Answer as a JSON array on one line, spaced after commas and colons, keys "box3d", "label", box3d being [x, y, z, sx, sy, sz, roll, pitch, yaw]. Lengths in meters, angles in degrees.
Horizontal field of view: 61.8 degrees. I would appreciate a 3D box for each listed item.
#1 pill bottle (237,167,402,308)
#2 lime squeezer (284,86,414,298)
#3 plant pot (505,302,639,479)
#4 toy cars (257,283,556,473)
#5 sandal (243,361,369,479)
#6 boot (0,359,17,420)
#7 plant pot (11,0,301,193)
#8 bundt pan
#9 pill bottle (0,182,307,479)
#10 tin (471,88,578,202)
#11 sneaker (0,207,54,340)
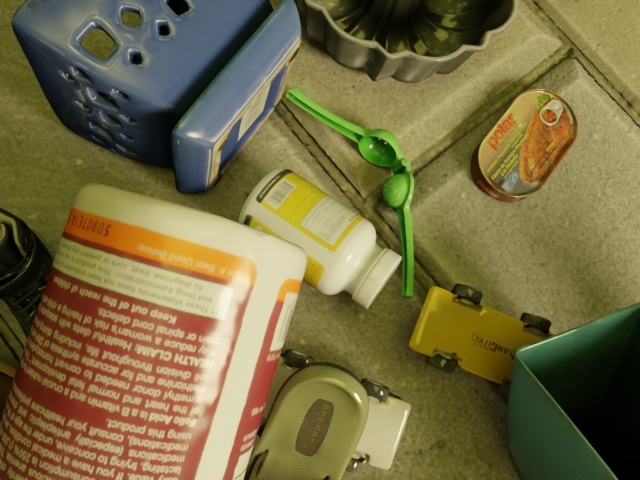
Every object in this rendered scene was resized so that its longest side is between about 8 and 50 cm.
[{"box3d": [0.000, 0.000, 0.641, 0.184, 0.103, 0.103, 34, 73, 11], "label": "pill bottle"}, {"box3d": [0.077, -0.083, 0.700, 0.110, 0.059, 0.310, -22, 80, -44], "label": "lime squeezer"}, {"box3d": [0.305, 0.223, 0.567, 0.166, 0.234, 0.165, -17, 43, -12], "label": "plant pot"}, {"box3d": [0.097, 0.156, 0.641, 0.394, 0.087, 0.176, -19, 91, -8], "label": "toy cars"}, {"box3d": [-0.034, 0.268, 0.542, 0.120, 0.086, 0.302, 13, 105, -4], "label": "sandal"}, {"box3d": [-0.386, 0.191, 0.472, 0.248, 0.090, 0.206, 34, 32, -37], "label": "boot"}, {"box3d": [-0.162, -0.202, 0.620, 0.212, 0.236, 0.236, 36, 72, -4], "label": "plant pot"}, {"box3d": [0.108, -0.364, 0.756, 0.331, 0.124, 0.330, 2, 75, -7], "label": "bundt pan"}, {"box3d": [-0.171, 0.163, 0.501, 0.224, 0.224, 0.392, 17, 86, -4], "label": "pill bottle"}, {"box3d": [0.292, -0.137, 0.771, 0.106, 0.040, 0.189, 42, 73, -1], "label": "tin"}, {"box3d": [-0.302, 0.064, 0.561, 0.086, 0.163, 0.226, -37, 85, -17], "label": "sneaker"}]
